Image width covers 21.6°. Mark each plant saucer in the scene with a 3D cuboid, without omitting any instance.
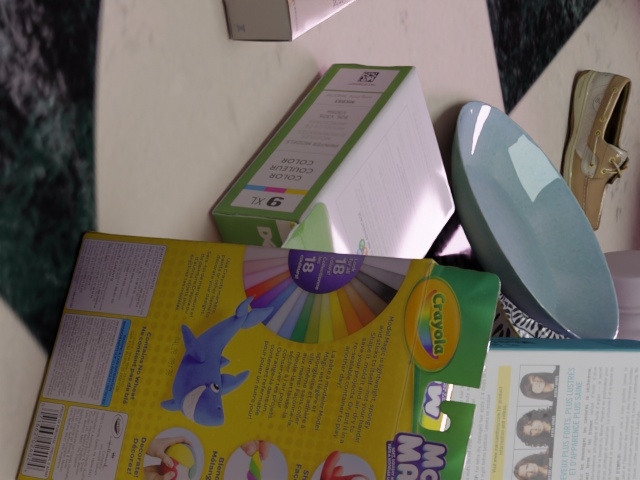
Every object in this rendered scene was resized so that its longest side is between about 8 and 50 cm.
[{"bbox_3d":[0.140,-0.005,1.172,0.195,0.037,0.195,41,30,-30],"label":"plant saucer"}]

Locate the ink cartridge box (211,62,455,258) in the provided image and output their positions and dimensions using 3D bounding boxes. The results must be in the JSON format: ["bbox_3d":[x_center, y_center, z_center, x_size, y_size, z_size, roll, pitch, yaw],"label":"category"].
[{"bbox_3d":[0.000,0.000,0.954,0.209,0.062,0.109,-55,139,-41],"label":"ink cartridge box"}]

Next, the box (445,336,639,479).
[{"bbox_3d":[0.111,0.112,1.044,0.244,0.060,0.100,3,93,-26],"label":"box"}]

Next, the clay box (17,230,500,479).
[{"bbox_3d":[-0.023,0.069,0.762,0.053,0.222,0.127,35,64,-57],"label":"clay box"}]

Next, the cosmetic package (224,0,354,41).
[{"bbox_3d":[-0.009,-0.156,0.937,0.115,0.041,0.060,-43,130,-50],"label":"cosmetic package"}]

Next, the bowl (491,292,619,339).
[{"bbox_3d":[0.157,0.100,1.203,0.080,0.170,0.170,-45,159,21],"label":"bowl"}]

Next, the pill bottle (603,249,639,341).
[{"bbox_3d":[0.258,0.108,1.377,0.112,0.112,0.187,-27,117,-56],"label":"pill bottle"}]

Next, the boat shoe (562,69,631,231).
[{"bbox_3d":[0.227,-0.071,1.361,0.050,0.045,0.135,3,92,-60],"label":"boat shoe"}]
